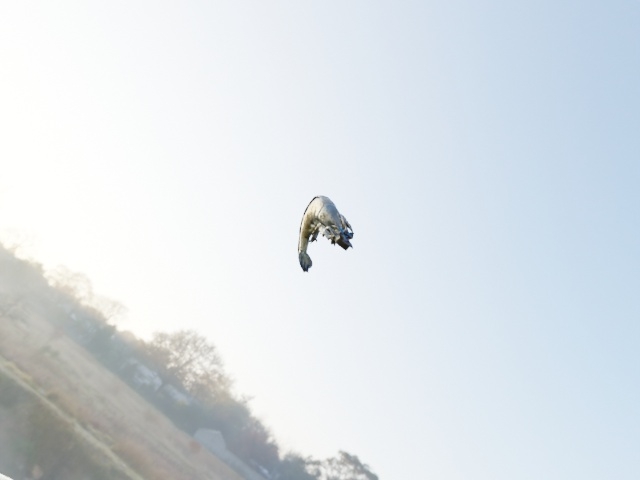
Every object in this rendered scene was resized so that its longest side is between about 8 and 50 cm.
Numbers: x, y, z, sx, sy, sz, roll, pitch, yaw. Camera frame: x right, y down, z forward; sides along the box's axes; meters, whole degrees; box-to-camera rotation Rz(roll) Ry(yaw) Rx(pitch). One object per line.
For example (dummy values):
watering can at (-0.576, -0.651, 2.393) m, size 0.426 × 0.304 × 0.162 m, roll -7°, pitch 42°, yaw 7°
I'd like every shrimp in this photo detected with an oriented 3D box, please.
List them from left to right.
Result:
shrimp at (0.000, 0.000, 1.377) m, size 0.054 × 0.222 × 0.290 m, roll 15°, pitch 15°, yaw -29°

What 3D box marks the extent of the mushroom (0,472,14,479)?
mushroom at (-0.469, 0.414, 0.526) m, size 0.315 × 0.356 × 0.315 m, roll 7°, pitch -80°, yaw 46°
